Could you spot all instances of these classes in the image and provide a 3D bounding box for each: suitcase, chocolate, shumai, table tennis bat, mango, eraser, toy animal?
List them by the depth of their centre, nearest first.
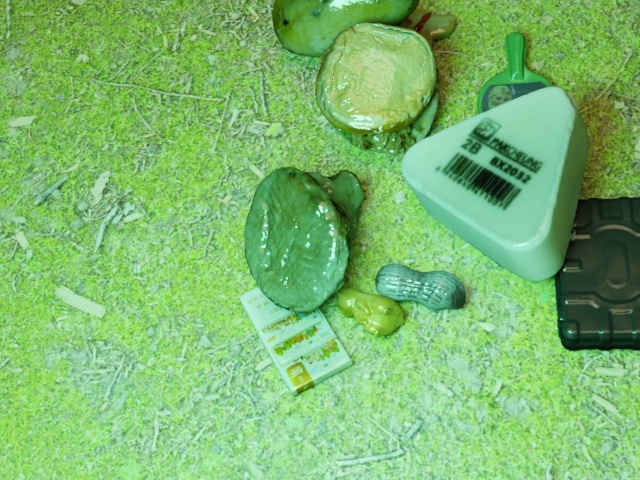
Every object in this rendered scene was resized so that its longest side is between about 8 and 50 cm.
[{"bbox_3d":[0.512,0.054,1.770,0.206,0.066,0.285,-2,59,10],"label":"suitcase"},{"bbox_3d":[0.178,0.083,1.812,0.167,0.072,0.072,10,62,18],"label":"chocolate"},{"bbox_3d":[0.302,-0.105,1.818,0.331,0.150,0.331,-14,56,22],"label":"eraser"},{"bbox_3d":[0.070,0.113,1.822,0.159,0.083,0.070,26,104,32],"label":"toy animal"},{"bbox_3d":[0.000,0.000,1.841,0.222,0.204,0.271,-1,83,40],"label":"shumai"},{"bbox_3d":[0.391,-0.307,2.022,0.161,0.039,0.257,0,62,8],"label":"table tennis bat"},{"bbox_3d":[0.054,-0.479,2.077,0.330,0.176,0.175,-12,86,18],"label":"mango"}]

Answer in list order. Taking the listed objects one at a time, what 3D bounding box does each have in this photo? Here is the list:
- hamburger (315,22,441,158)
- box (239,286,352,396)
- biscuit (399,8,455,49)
[{"bbox_3d":[0.117,-0.292,1.975,0.243,0.146,0.286,-32,76,3],"label":"hamburger"},{"bbox_3d":[-0.048,0.162,1.827,0.122,0.032,0.220,-28,58,-8],"label":"box"},{"bbox_3d":[0.158,-0.467,2.161,0.234,0.030,0.153,35,70,25],"label":"biscuit"}]
